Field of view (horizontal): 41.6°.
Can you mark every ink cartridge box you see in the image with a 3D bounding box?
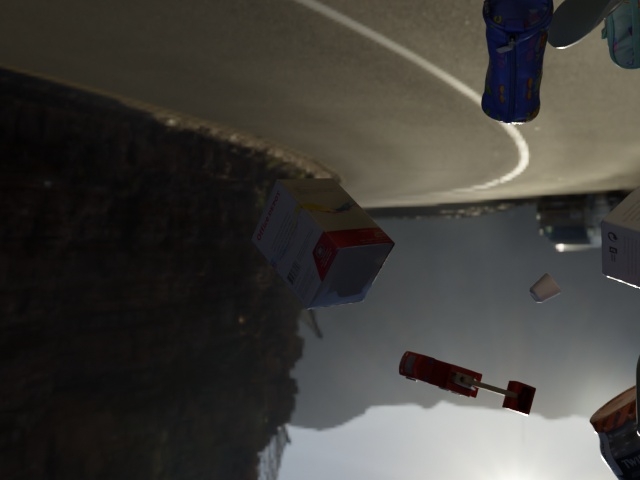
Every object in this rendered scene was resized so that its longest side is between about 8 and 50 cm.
[{"bbox_3d":[0.000,0.000,1.338,0.127,0.128,0.176,-6,-137,-42],"label":"ink cartridge box"}]

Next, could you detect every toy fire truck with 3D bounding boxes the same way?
[{"bbox_3d":[0.236,0.230,1.374,0.192,0.047,0.135,19,172,-13],"label":"toy fire truck"}]

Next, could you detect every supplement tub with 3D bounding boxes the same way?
[{"bbox_3d":[0.683,0.446,1.648,0.193,0.316,0.193,-34,170,-7],"label":"supplement tub"}]

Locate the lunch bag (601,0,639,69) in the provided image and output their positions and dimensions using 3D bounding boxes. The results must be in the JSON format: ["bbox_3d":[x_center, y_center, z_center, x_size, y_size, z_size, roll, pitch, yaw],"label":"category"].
[{"bbox_3d":[0.663,-0.465,1.652,0.223,0.108,0.279,-8,136,17],"label":"lunch bag"}]

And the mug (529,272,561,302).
[{"bbox_3d":[0.575,0.132,2.161,0.064,0.078,0.062,-36,-156,0],"label":"mug"}]

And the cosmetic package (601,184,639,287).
[{"bbox_3d":[0.857,0.027,1.788,0.230,0.162,0.453,-36,-141,-29],"label":"cosmetic package"}]

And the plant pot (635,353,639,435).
[{"bbox_3d":[0.532,0.185,1.004,0.247,0.247,0.252,-33,-167,23],"label":"plant pot"}]

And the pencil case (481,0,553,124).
[{"bbox_3d":[0.360,-0.339,1.570,0.119,0.133,0.306,12,154,16],"label":"pencil case"}]

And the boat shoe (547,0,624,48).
[{"bbox_3d":[0.515,-0.438,1.542,0.081,0.079,0.227,-7,149,-48],"label":"boat shoe"}]
